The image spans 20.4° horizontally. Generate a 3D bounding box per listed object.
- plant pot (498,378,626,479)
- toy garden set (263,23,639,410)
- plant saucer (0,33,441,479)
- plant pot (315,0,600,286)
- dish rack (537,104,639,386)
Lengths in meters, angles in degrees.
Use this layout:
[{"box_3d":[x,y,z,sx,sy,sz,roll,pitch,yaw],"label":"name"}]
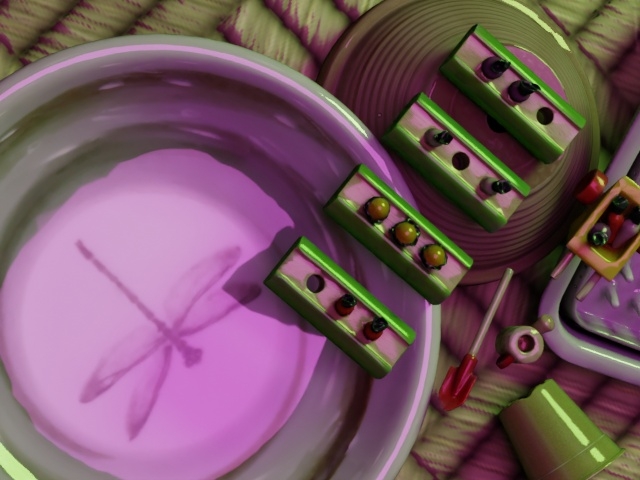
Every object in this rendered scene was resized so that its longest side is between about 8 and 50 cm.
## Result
[{"box_3d":[0.179,0.152,1.372,0.083,0.083,0.079,-31,82,-16],"label":"plant pot"},{"box_3d":[0.116,0.000,1.257,0.204,0.049,0.244,41,79,-9],"label":"toy garden set"},{"box_3d":[-0.117,0.057,1.271,0.400,0.100,0.400,1,87,-15],"label":"plant saucer"},{"box_3d":[0.117,-0.085,1.349,0.237,0.110,0.237,1,86,-17],"label":"plant pot"},{"box_3d":[0.355,0.002,1.383,0.332,0.072,0.285,19,115,-14],"label":"dish rack"}]
